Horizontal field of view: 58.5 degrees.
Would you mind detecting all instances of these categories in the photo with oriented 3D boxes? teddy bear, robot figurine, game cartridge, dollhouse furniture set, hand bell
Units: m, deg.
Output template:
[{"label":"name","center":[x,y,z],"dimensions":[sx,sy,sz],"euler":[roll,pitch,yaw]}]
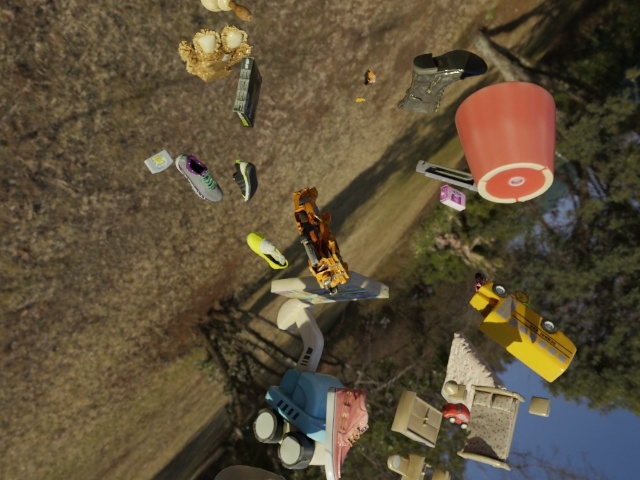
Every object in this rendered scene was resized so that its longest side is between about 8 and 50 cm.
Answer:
[{"label":"teddy bear","center":[-0.355,-0.641,1.913],"dimensions":[0.245,0.113,0.338],"euler":[-21,-177,-1]},{"label":"robot figurine","center":[0.000,0.000,1.501],"dimensions":[0.085,0.291,0.211],"euler":[-24,136,8]},{"label":"game cartridge","center":[0.540,-0.213,2.063],"dimensions":[0.355,0.230,0.068],"euler":[30,-77,56]},{"label":"game cartridge","center":[-0.527,-0.257,1.875],"dimensions":[0.083,0.056,0.017],"euler":[-36,-179,-21]},{"label":"dollhouse furniture set","center":[0.382,0.517,1.509],"dimensions":[0.355,0.173,0.303],"euler":[-3,-122,44]},{"label":"hand bell","center":[-0.280,-0.759,1.844],"dimensions":[0.126,0.242,0.126],"euler":[-26,141,-23]}]

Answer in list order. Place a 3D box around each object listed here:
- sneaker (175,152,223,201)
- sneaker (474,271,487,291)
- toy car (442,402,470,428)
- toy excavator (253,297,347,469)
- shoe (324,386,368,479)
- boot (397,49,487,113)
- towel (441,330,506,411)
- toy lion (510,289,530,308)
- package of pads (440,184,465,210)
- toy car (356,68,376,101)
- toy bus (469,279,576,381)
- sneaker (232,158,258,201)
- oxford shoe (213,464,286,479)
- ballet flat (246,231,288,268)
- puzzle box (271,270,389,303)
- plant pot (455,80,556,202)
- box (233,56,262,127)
[{"label":"sneaker","center":[-0.410,-0.212,1.999],"dimensions":[0.098,0.224,0.083],"euler":[10,-120,50]},{"label":"sneaker","center":[0.616,0.168,2.212],"dimensions":[0.047,0.057,0.119],"euler":[-40,-142,35]},{"label":"toy car","center":[0.515,0.567,1.797],"dimensions":[0.225,0.239,0.053],"euler":[-16,146,-54]},{"label":"toy excavator","center":[-0.040,0.459,1.880],"dimensions":[0.222,0.432,0.446],"euler":[26,89,-44]},{"label":"shoe","center":[0.053,0.374,1.107],"dimensions":[0.063,0.081,0.178],"euler":[74,17,-64]},{"label":"boot","center":[0.395,-0.509,1.883],"dimensions":[0.229,0.262,0.091],"euler":[91,0,-61]},{"label":"towel","center":[0.570,0.564,2.165],"dimensions":[0.332,0.053,0.317],"euler":[-121,-149,-56]},{"label":"toy lion","center":[0.795,0.241,2.267],"dimensions":[0.096,0.100,0.034],"euler":[-6,140,-28]},{"label":"package of pads","center":[0.380,-0.121,1.637],"dimensions":[0.032,0.083,0.050],"euler":[-21,-122,50]},{"label":"toy car","center":[0.169,-0.566,2.095],"dimensions":[0.122,0.040,0.060],"euler":[121,-32,-53]},{"label":"toy bus","center":[0.612,0.275,1.771],"dimensions":[0.130,0.332,0.108],"euler":[-41,161,-35]},{"label":"sneaker","center":[-0.335,-0.271,2.513],"dimensions":[0.235,0.097,0.084],"euler":[97,19,-50]},{"label":"oxford shoe","center":[-0.122,0.683,1.477],"dimensions":[0.169,0.449,0.130],"euler":[-42,127,-32]},{"label":"ballet flat","center":[-0.197,0.040,2.228],"dimensions":[0.077,0.077,0.231],"euler":[-61,140,-20]},{"label":"puzzle box","center":[0.038,0.197,2.319],"dimensions":[0.408,0.272,0.052],"euler":[-10,-112,37]},{"label":"plant pot","center":[0.517,-0.254,1.562],"dimensions":[0.275,0.274,0.243],"euler":[119,-24,-59]},{"label":"box","center":[-0.246,-0.501,1.951],"dimensions":[0.184,0.045,0.191],"euler":[82,18,-85]}]
